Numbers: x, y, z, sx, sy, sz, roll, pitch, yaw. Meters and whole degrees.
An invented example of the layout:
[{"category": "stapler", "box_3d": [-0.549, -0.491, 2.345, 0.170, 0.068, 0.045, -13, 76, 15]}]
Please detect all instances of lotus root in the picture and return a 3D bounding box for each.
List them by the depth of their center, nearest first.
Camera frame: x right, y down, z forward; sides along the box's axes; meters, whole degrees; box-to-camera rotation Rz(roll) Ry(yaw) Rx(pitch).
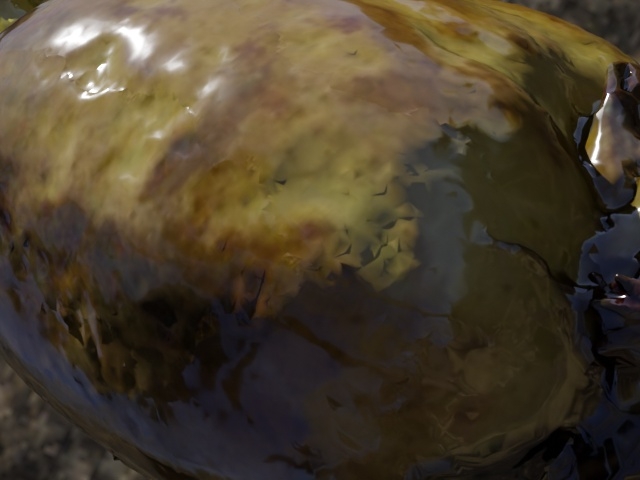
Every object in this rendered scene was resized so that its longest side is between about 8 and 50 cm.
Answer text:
[{"category": "lotus root", "box_3d": [0.000, 0.000, 0.483, 0.314, 0.169, 0.141, 25, 111, 39]}]
